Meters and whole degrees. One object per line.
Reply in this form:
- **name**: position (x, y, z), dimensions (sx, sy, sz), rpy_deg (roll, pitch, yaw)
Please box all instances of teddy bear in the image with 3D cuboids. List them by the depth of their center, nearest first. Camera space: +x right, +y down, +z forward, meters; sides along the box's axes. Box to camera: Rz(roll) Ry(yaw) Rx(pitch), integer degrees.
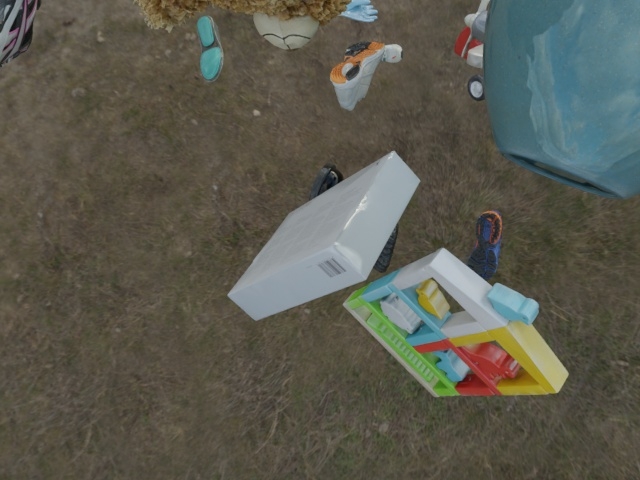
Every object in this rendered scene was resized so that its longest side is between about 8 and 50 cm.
- **teddy bear**: position (-0.070, -0.253, 0.501), dimensions (0.245, 0.338, 0.113), rpy_deg (-17, 90, 4)

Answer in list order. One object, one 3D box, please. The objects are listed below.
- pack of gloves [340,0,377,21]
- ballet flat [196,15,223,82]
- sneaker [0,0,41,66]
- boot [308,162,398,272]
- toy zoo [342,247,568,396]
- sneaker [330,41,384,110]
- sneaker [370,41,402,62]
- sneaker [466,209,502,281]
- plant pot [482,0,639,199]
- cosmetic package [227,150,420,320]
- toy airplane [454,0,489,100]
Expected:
- **pack of gloves**: position (0.078, -0.780, 1.731), dimensions (0.232, 0.046, 0.195), rpy_deg (3, 65, -24)
- **ballet flat**: position (-0.297, -0.524, 1.542), dimensions (0.072, 0.068, 0.213), rpy_deg (-15, 73, 15)
- **sneaker**: position (-0.339, -0.209, 0.578), dimensions (0.072, 0.077, 0.178), rpy_deg (24, 78, 3)
- **boot**: position (0.111, -0.066, 1.678), dimensions (0.260, 0.348, 0.131), rpy_deg (18, 51, 18)
- **toy zoo**: position (0.153, 0.109, 0.661), dimensions (0.192, 0.293, 0.030), rpy_deg (45, 65, -3)
- **sneaker**: position (0.107, -0.467, 1.569), dimensions (0.099, 0.121, 0.262), rpy_deg (16, 50, 25)
- **sneaker**: position (0.179, -0.573, 1.703), dimensions (0.161, 0.075, 0.057), rpy_deg (32, 137, 44)
- **sneaker**: position (0.461, 0.016, 1.517), dimensions (0.083, 0.087, 0.221), rpy_deg (21, 121, 25)
- **plant pot**: position (0.284, -0.156, 0.560), dimensions (0.290, 0.290, 0.195), rpy_deg (25, 99, 12)
- **cosmetic package**: position (0.000, 0.000, 1.143), dimensions (0.097, 0.284, 0.377), rpy_deg (44, 142, -16)
- **toy airplane**: position (0.473, -0.438, 1.132), dimensions (0.385, 0.386, 0.272), rpy_deg (-8, 112, 14)
